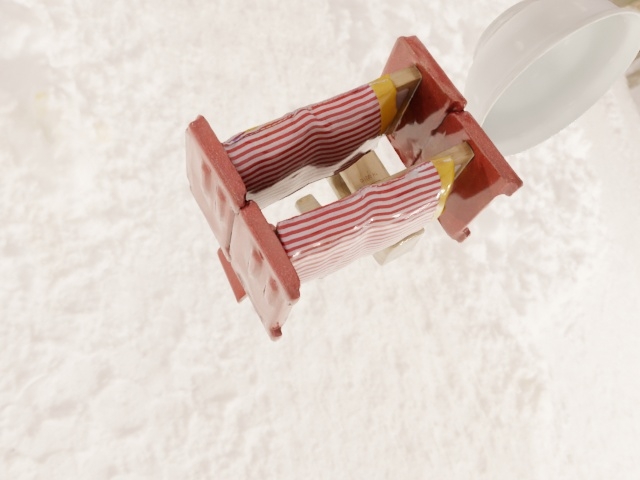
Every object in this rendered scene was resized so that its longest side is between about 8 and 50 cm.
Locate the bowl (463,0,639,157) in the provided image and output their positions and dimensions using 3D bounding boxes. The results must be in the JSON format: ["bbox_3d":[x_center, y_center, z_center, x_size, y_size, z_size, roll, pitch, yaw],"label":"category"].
[{"bbox_3d":[0.330,-0.273,1.049,0.298,0.298,0.134,4,48,-53],"label":"bowl"}]

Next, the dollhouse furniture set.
[{"bbox_3d":[0.000,0.000,0.640,0.201,0.374,0.152,-26,76,-17],"label":"dollhouse furniture set"}]
